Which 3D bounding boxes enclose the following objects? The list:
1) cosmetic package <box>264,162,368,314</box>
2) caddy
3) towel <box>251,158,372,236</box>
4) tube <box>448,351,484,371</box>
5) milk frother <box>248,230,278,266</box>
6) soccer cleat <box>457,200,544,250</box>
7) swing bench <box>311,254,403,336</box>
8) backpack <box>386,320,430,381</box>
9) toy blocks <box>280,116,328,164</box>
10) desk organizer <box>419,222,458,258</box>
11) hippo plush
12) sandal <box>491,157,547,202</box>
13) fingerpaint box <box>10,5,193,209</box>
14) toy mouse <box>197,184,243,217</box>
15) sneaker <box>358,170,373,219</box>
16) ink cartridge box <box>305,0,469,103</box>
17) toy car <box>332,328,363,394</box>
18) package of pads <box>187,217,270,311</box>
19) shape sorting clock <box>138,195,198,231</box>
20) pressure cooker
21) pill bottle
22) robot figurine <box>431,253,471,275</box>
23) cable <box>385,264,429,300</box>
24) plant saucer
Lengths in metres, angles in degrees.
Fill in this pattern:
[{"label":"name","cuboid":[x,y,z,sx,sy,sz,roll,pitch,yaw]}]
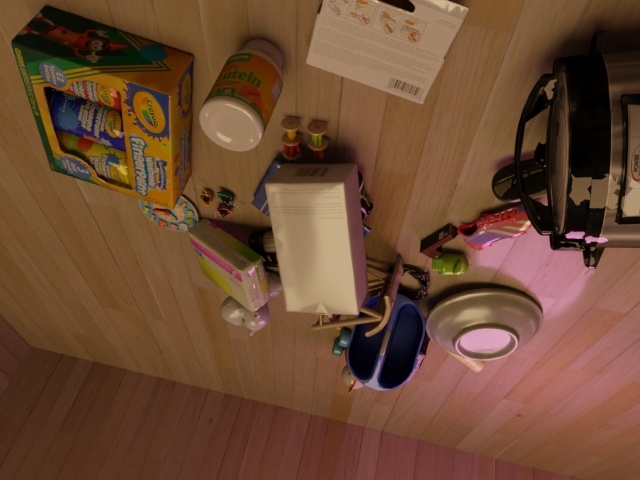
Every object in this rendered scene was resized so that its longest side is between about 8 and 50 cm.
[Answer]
[{"label":"cosmetic package","cuboid":[0.000,0.000,1.394,0.217,0.156,0.386,2,118,16]},{"label":"caddy","cuboid":[0.229,0.350,1.837,0.241,0.342,0.179,16,177,9]},{"label":"towel","cuboid":[-0.036,-0.079,1.527,0.335,0.040,0.243,36,145,-4]},{"label":"tube","cuboid":[0.552,0.443,2.082,0.240,0.062,0.070,37,99,-20]},{"label":"milk frother","cuboid":[-0.147,0.026,1.758,0.134,0.129,0.143,-4,-176,26]},{"label":"soccer cleat","cuboid":[0.484,-0.047,1.418,0.095,0.083,0.248,33,144,-16]},{"label":"swing bench","cuboid":[0.123,0.166,1.656,0.254,0.253,0.165,5,117,16]},{"label":"backpack","cuboid":[0.275,0.421,2.039,0.263,0.213,0.277,18,147,11]},{"label":"toy blocks","cuboid":[-0.041,-0.245,1.366,0.123,0.054,0.148,11,145,8]},{"label":"desk organizer","cuboid":[0.358,0.004,1.561,0.050,0.047,0.130,27,144,-20]},{"label":"hippo plush","cuboid":[-0.247,0.237,1.946,0.293,0.237,0.234,17,145,-2]},{"label":"sandal","cuboid":[0.563,-0.153,1.234,0.302,0.120,0.086,-6,168,30]},{"label":"fingerpaint box","cuboid":[-0.534,-0.314,1.364,0.370,0.163,0.445,18,145,-4]},{"label":"toy mouse","cuboid":[-0.307,-0.120,1.658,0.142,0.031,0.161,12,145,6]},{"label":"sneaker","cuboid":[0.105,-0.116,1.489,0.097,0.084,0.235,-4,149,-14]},{"label":"ink cartridge box","cuboid":[0.125,-0.422,1.056,0.274,0.060,0.239,19,144,-3]},{"label":"toy car","cuboid":[0.156,0.530,2.193,0.219,0.238,0.210,17,145,-3]},{"label":"package of pads","cuboid":[-0.306,0.086,1.767,0.296,0.101,0.229,32,148,31]},{"label":"shape sorting clock","cuboid":[-0.510,-0.099,1.757,0.206,0.040,0.206,10,145,7]},{"label":"pressure cooker","cuboid":[0.584,-0.159,0.974,0.419,0.370,0.376,2,146,21]},{"label":"pill bottle","cuboid":[-0.159,-0.324,1.135,0.136,0.246,0.136,10,144,7]},{"label":"robot figurine","cuboid":[0.403,0.074,1.612,0.115,0.067,0.101,1,178,-6]},{"label":"cable","cuboid":[0.295,0.152,1.788,0.150,0.047,0.185,8,145,11]},{"label":"plant saucer","cuboid":[0.568,0.320,1.812,0.399,0.101,0.401,3,137,3]}]
